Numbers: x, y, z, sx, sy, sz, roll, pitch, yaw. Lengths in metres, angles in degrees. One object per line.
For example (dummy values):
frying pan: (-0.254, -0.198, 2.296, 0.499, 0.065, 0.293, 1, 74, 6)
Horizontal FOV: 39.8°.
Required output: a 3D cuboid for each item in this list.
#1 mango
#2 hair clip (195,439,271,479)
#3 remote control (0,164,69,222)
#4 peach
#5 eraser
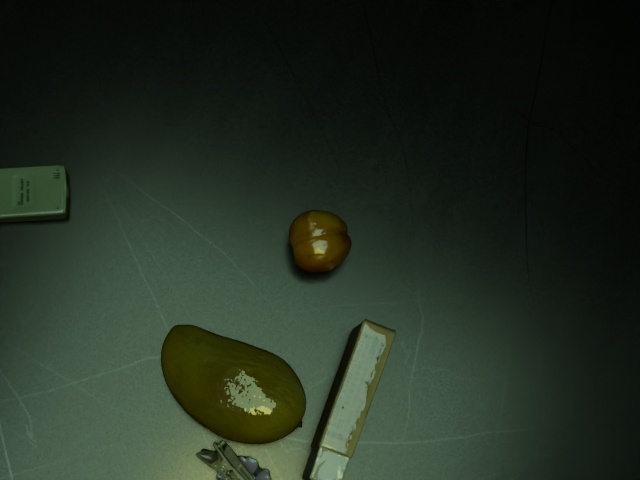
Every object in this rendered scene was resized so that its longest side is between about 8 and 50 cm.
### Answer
mango: (-0.186, 0.304, 1.820, 0.332, 0.142, 0.195, 19, 69, 7)
hair clip: (-0.124, 0.508, 1.785, 0.292, 0.084, 0.106, 43, 39, 2)
remote control: (-0.695, -0.097, 1.926, 0.286, 0.038, 0.123, -6, 74, -6)
peach: (0.000, 0.000, 1.923, 0.138, 0.138, 0.138, 2, 74, -6)
eraser: (0.057, 0.339, 1.828, 0.078, 0.144, 0.343, 21, 74, -2)
